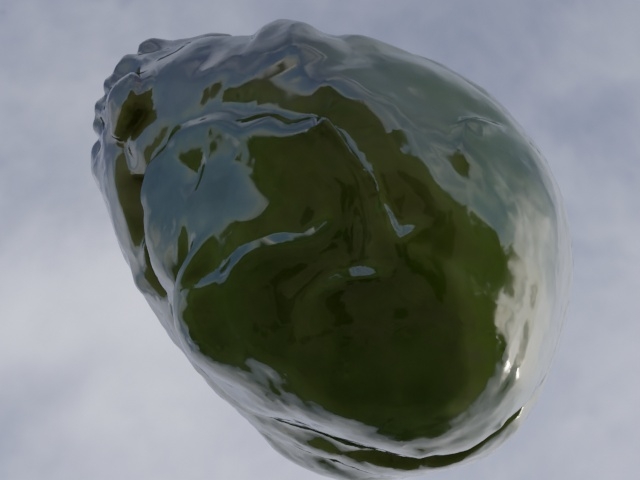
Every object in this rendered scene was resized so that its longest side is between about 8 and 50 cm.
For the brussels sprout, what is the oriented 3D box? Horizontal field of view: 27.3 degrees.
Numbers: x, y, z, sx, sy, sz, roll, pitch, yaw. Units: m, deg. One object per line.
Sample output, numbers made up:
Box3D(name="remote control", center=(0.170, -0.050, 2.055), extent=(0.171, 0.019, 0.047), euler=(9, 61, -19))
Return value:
Box3D(name="brussels sprout", center=(0.012, 0.006, 0.760), extent=(0.273, 0.316, 0.243), euler=(22, -79, -42))
